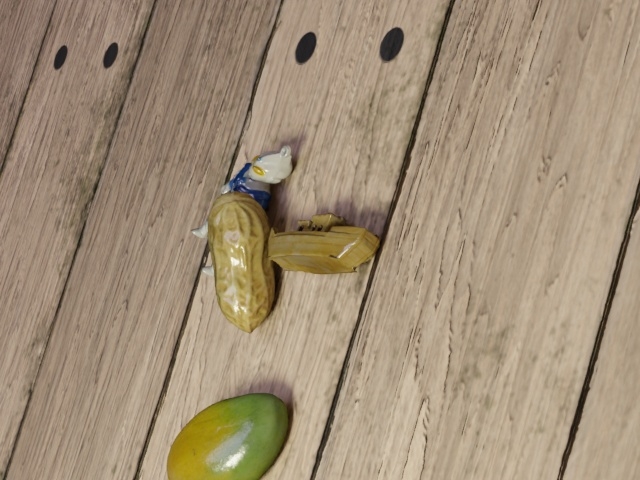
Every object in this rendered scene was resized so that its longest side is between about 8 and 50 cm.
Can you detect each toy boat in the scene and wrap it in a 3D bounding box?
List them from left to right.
[{"bbox_3d":[0.000,0.000,1.972,0.206,0.064,0.072,2,61,54],"label":"toy boat"}]

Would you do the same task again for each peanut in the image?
[{"bbox_3d":[-0.102,0.027,2.061,0.093,0.083,0.194,-30,64,53],"label":"peanut"}]

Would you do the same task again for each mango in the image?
[{"bbox_3d":[-0.118,0.264,1.977,0.194,0.092,0.130,-42,40,20],"label":"mango"}]

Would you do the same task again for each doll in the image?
[{"bbox_3d":[-0.107,-0.060,2.153,0.227,0.057,0.114,-48,36,30],"label":"doll"}]
